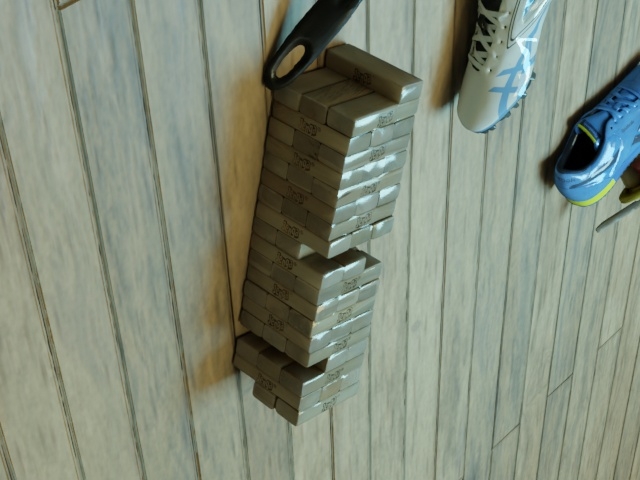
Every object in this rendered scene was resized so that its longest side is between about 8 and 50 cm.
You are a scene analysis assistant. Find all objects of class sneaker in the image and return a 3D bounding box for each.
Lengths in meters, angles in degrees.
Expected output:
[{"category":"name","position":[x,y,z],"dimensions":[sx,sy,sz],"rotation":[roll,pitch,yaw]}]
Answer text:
[{"category":"sneaker","position":[0.175,-0.214,1.322],"dimensions":[0.086,0.085,0.237],"rotation":[7,118,-28]},{"category":"sneaker","position":[0.345,-0.137,1.626],"dimensions":[0.209,0.069,0.082],"rotation":[-53,145,-9]}]

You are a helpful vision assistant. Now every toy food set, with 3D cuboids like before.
[{"category":"toy food set","position":[0.405,-0.113,1.712],"dimensions":[0.218,0.071,0.128],"rotation":[-43,-176,-40]}]

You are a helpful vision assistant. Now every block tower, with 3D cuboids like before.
[{"category":"block tower","position":[0.000,0.000,1.240],"dimensions":[0.097,0.091,0.335],"rotation":[-23,134,-44]}]

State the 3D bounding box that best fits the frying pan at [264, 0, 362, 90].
[{"category":"frying pan","position":[0.093,-0.246,1.099],"dimensions":[0.053,0.197,0.326],"rotation":[-76,-176,-65]}]
